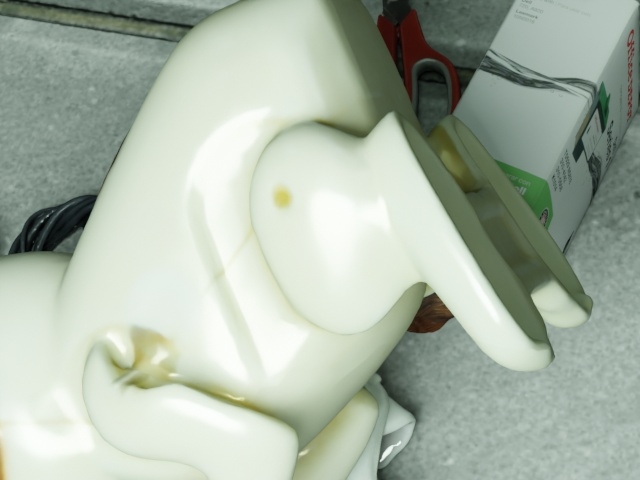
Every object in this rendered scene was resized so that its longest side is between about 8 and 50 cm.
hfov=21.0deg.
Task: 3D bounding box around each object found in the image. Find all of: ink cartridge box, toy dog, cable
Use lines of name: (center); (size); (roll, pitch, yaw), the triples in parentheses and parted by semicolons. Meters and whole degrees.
ink cartridge box: (0.160, -0.071, 1.307); (0.093, 0.160, 0.219); (22, 69, 20)
toy dog: (-0.093, 0.045, 1.087); (0.408, 0.284, 0.395); (-36, 94, 14)
cable: (-0.192, 0.031, 1.360); (0.150, 0.047, 0.184); (-41, 47, 20)

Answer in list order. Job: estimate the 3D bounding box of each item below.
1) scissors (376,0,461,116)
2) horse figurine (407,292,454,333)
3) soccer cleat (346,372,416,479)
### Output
scissors: (0.075, -0.195, 1.474); (0.109, 0.021, 0.297); (1, 62, 14)
horse figurine: (0.000, 0.000, 1.318); (0.263, 0.174, 0.066); (37, 70, 12)
soccer cleat: (-0.016, 0.114, 1.284); (0.143, 0.116, 0.331); (-16, 63, -13)
